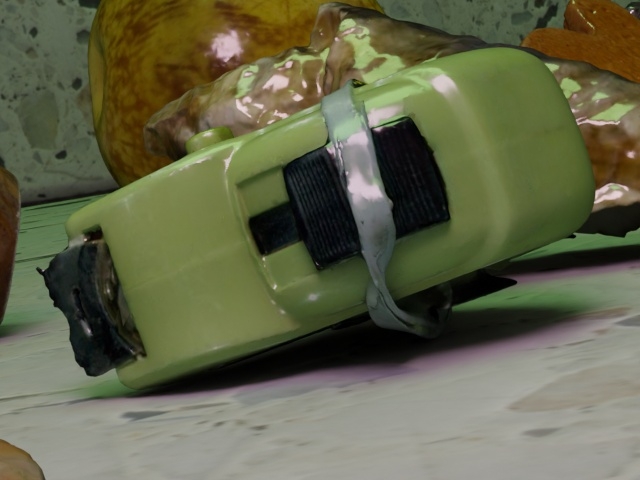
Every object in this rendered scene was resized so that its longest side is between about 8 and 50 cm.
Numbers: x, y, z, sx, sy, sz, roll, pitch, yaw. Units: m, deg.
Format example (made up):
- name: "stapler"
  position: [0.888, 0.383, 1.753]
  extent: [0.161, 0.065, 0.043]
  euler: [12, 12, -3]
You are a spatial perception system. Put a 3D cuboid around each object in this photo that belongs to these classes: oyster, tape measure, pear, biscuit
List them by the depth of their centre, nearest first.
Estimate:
- name: "tape measure"
  position: [0.021, -0.009, 0.702]
  extent: [0.175, 0.106, 0.200]
  euler: [-22, -6, 35]
- name: "oyster"
  position: [0.068, -0.056, 0.910]
  extent: [0.341, 0.110, 0.166]
  euler: [15, 14, 30]
- name: "biscuit"
  position: [0.262, -0.113, 1.308]
  extent: [0.324, 0.049, 0.205]
  euler: [-9, 45, -44]
- name: "pear"
  position: [-0.066, -0.138, 1.507]
  extent: [0.280, 0.281, 0.281]
  euler: [-8, 4, 1]

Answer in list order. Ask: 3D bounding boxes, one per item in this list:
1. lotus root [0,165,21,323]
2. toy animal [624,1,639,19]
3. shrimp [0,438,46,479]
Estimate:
- name: "lotus root"
  position: [-0.210, -0.001, 0.959]
  extent: [0.081, 0.112, 0.122]
  euler: [11, -5, -18]
- name: "toy animal"
  position: [0.259, -0.121, 1.479]
  extent: [0.272, 0.160, 0.197]
  euler: [5, 16, 29]
- name: "shrimp"
  position: [-0.172, 0.076, 0.396]
  extent: [0.223, 0.047, 0.126]
  euler: [-8, 14, -11]
